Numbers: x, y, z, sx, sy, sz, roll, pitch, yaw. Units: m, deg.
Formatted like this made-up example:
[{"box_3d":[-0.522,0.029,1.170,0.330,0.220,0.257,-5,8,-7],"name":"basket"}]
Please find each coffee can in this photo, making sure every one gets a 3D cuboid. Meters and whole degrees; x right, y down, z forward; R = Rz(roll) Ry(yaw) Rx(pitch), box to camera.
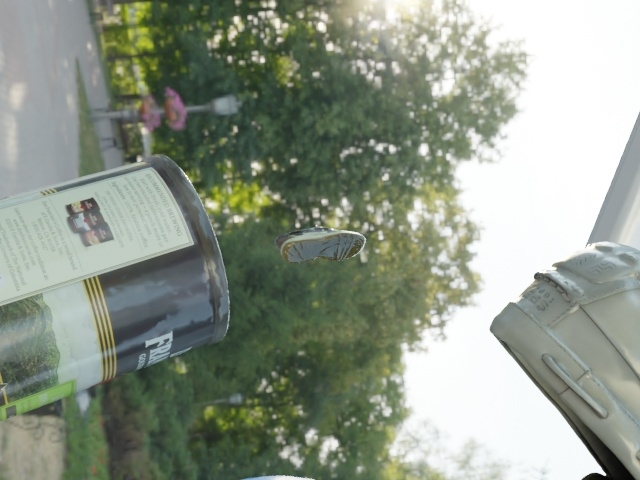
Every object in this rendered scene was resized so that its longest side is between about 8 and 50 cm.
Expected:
[{"box_3d":[-0.254,0.048,0.805,0.201,0.276,0.201,42,-39,45],"name":"coffee can"}]

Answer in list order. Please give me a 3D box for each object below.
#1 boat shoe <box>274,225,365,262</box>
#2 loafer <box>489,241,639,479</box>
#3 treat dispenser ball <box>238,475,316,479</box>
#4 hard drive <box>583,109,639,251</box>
[{"box_3d":[0.000,0.000,1.312,0.049,0.152,0.056,48,-52,42],"name":"boat shoe"},{"box_3d":[0.206,0.156,0.518,0.319,0.112,0.112,61,-5,-6],"name":"loafer"},{"box_3d":[-0.033,0.322,0.625,0.288,0.288,0.288,172,-90,-81],"name":"treat dispenser ball"},{"box_3d":[0.331,-0.036,0.685,0.040,0.203,0.307,-127,-127,-68],"name":"hard drive"}]
